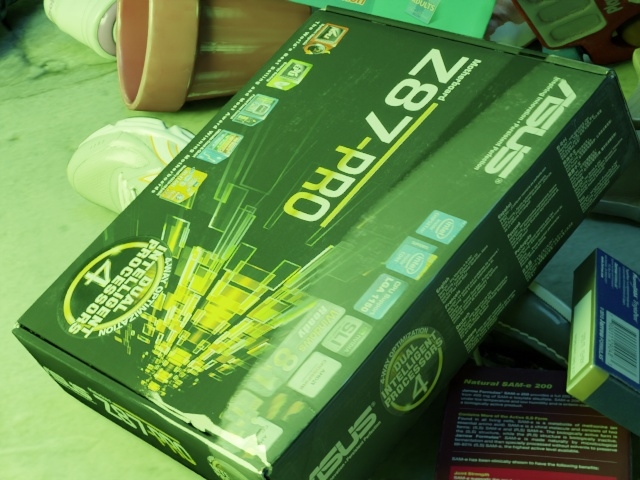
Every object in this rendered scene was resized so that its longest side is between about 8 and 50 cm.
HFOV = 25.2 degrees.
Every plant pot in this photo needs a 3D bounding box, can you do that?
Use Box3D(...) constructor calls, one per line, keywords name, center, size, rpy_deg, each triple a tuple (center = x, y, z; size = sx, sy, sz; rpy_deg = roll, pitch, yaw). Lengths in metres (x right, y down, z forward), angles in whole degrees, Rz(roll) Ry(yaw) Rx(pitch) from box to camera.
Box3D(name="plant pot", center=(-0.112, -0.233, 1.516), size=(0.180, 0.201, 0.201), rpy_deg=(1, 31, -17))

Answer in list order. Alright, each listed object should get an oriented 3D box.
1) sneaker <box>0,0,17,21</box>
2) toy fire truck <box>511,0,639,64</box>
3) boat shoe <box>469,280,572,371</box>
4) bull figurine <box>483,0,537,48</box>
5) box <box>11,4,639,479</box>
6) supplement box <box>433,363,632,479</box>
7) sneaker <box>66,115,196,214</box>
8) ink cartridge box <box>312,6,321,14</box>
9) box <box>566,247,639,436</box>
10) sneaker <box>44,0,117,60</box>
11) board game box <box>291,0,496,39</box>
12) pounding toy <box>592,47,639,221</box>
Box3D(name="sneaker", center=(-0.411, -0.282, 1.694), size=(0.148, 0.131, 0.350), rpy_deg=(30, 53, 32))
Box3D(name="toy fire truck", center=(0.327, -0.255, 1.422), size=(0.253, 0.302, 0.169), rpy_deg=(-19, 73, 16))
Box3D(name="boat shoe", center=(0.096, 0.047, 1.141), size=(0.095, 0.112, 0.335), rpy_deg=(-50, 42, -4))
Box3D(name="bull figurine", center=(0.210, -0.277, 1.589), size=(0.310, 0.101, 0.188), rpy_deg=(-21, 41, -21))
Box3D(name="box", center=(0.000, 0.000, 1.084), size=(0.318, 0.097, 0.395), rpy_deg=(23, 63, 43))
Box3D(name="supplement box", center=(0.138, 0.183, 0.938), size=(0.130, 0.073, 0.239), rpy_deg=(3, 35, 11))
Box3D(name="sneaker", center=(-0.131, -0.034, 1.293), size=(0.262, 0.099, 0.121), rpy_deg=(10, 41, 25))
Box3D(name="ink cartridge box", center=(-0.036, -0.317, 1.729), size=(0.104, 0.060, 0.180), rpy_deg=(7, 36, 19))
Box3D(name="box", center=(0.272, 0.109, 0.993), size=(0.225, 0.036, 0.136), rpy_deg=(30, 35, -9))
Box3D(name="sneaker", center=(-0.197, -0.325, 1.718), size=(0.152, 0.114, 0.305), rpy_deg=(24, 43, 35))
Box3D(name="board game box", center=(0.003, -0.322, 1.450), size=(0.336, 0.079, 0.254), rpy_deg=(12, 33, -9))
Box3D(name="pounding toy", center=(0.332, -0.139, 1.319), size=(0.269, 0.155, 0.154), rpy_deg=(-29, 42, -33))
